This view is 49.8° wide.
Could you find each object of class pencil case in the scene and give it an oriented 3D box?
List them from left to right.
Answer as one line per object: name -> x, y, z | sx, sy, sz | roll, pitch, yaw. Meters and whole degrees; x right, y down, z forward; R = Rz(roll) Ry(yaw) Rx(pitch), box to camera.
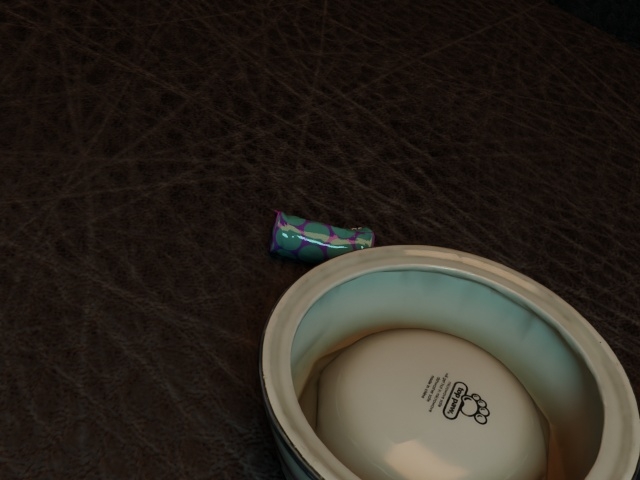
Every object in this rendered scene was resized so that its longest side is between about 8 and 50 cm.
pencil case -> 0.000, 0.000, 1.023 | 0.151, 0.064, 0.070 | 12, 59, -5

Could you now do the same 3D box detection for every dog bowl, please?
dog bowl -> 0.128, 0.188, 0.777 | 0.407, 0.150, 0.408 | 6, 38, -5

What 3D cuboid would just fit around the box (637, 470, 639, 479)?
box -> 0.514, 0.305, 0.717 | 0.296, 0.183, 0.294 | -8, 30, -23
